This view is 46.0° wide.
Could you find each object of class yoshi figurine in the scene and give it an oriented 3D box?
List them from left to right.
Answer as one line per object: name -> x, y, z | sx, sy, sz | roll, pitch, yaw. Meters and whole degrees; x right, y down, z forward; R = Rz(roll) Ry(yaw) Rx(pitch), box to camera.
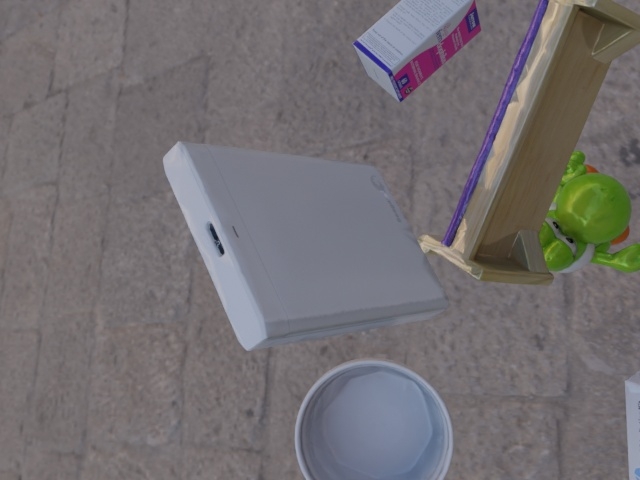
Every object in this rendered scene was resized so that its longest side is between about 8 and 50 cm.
yoshi figurine -> 0.445, -0.042, 1.244 | 0.204, 0.362, 0.203 | 16, 107, 24

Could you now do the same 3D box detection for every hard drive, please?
hard drive -> 0.000, 0.000, 0.779 | 0.040, 0.308, 0.203 | -39, 67, 32

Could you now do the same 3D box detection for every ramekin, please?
ramekin -> 0.073, 0.258, 1.021 | 0.207, 0.109, 0.207 | 0, 87, 7

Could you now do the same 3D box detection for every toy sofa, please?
toy sofa -> 0.248, -0.135, 0.949 | 0.177, 0.150, 0.362 | 37, 114, 46

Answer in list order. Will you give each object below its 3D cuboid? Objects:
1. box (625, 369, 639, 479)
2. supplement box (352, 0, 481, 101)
box -> 0.409, 0.227, 0.777 | 0.186, 0.038, 0.145 | 20, 128, 53
supplement box -> 0.190, -0.396, 1.466 | 0.220, 0.111, 0.114 | -43, 62, 0
